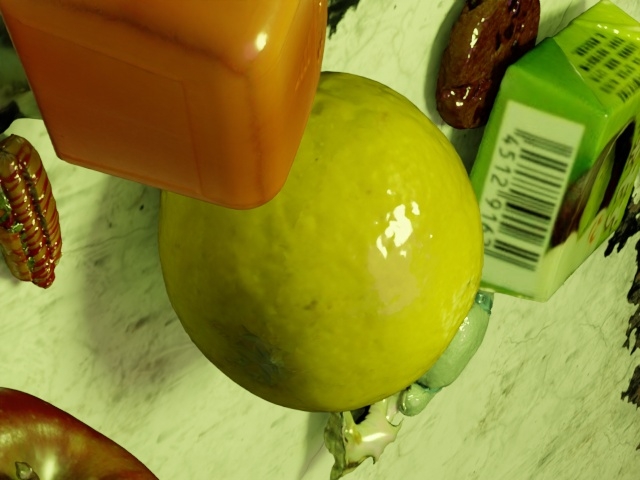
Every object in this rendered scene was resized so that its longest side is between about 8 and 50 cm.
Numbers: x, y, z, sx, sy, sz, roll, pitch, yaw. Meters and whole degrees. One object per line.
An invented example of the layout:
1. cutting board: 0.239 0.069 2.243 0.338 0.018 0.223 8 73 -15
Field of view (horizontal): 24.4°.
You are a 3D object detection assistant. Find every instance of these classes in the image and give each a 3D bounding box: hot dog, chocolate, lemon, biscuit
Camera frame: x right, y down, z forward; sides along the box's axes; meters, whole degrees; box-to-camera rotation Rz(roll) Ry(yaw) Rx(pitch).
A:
1. hot dog: -0.226 -0.018 1.133 0.062 0.038 0.144 -45 146 -31
2. chocolate: 0.294 -0.102 1.768 0.288 0.137 0.301 -37 149 -50
3. lemon: 0.000 -0.001 1.275 0.297 0.297 0.297 -39 143 -37
4. biscuit: 0.185 -0.209 1.640 0.192 0.049 0.192 -48 154 -33

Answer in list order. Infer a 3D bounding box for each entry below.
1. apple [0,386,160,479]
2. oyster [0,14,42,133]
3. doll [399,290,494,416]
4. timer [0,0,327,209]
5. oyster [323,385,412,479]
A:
1. apple: -0.246 0.267 1.100 0.288 0.288 0.317 -15 139 -54
2. oyster: -0.195 -0.182 0.973 0.351 0.115 0.238 -29 153 -35
3. doll: 0.163 0.127 1.851 0.103 0.071 0.214 15 104 -60
4. timer: -0.068 -0.179 0.953 0.257 0.161 0.250 89 20 -68
5. oyster: 0.048 0.163 1.710 0.133 0.072 0.209 -23 112 -42
